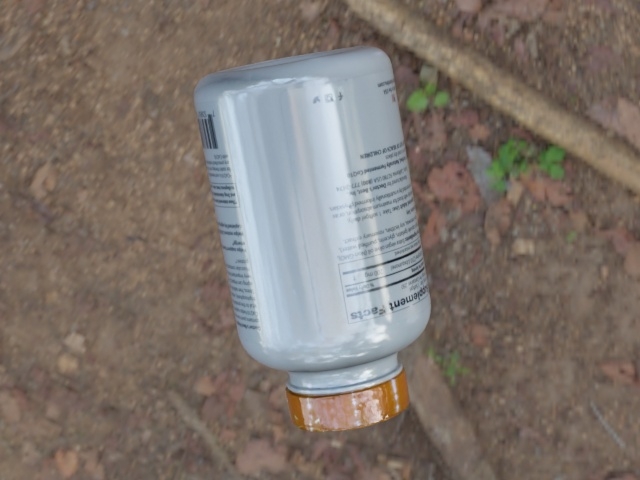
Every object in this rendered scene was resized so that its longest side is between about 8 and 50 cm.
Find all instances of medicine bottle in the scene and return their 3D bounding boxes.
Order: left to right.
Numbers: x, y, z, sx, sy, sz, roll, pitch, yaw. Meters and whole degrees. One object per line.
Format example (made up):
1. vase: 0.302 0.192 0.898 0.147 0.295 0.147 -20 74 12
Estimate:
1. medicine bottle: 0.000 0.000 1.131 0.157 0.157 0.288 -8 100 14
